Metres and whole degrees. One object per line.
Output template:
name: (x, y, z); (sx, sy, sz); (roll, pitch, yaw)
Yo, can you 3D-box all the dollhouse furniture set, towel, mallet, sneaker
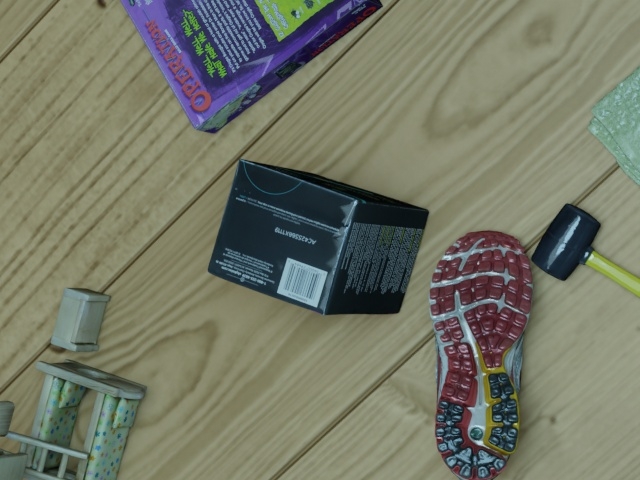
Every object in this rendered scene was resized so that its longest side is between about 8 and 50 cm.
dollhouse furniture set: (-0.235, 0.143, 1.714); (0.101, 0.161, 0.181); (17, 95, 23)
towel: (0.304, -0.111, 1.564); (0.148, 0.027, 0.110); (-44, 71, 17)
mallet: (0.272, 0.031, 1.571); (0.190, 0.039, 0.062); (25, 95, 18)
sneaker: (0.131, 0.099, 1.599); (0.088, 0.092, 0.225); (6, 72, 6)

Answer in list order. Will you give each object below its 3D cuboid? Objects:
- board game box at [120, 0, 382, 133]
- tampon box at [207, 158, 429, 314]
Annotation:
board game box: (-0.113, -0.299, 1.746); (0.208, 0.056, 0.346); (-34, 75, 14)
tampon box: (0.000, 0.000, 1.618); (0.120, 0.161, 0.101); (19, 95, 24)
